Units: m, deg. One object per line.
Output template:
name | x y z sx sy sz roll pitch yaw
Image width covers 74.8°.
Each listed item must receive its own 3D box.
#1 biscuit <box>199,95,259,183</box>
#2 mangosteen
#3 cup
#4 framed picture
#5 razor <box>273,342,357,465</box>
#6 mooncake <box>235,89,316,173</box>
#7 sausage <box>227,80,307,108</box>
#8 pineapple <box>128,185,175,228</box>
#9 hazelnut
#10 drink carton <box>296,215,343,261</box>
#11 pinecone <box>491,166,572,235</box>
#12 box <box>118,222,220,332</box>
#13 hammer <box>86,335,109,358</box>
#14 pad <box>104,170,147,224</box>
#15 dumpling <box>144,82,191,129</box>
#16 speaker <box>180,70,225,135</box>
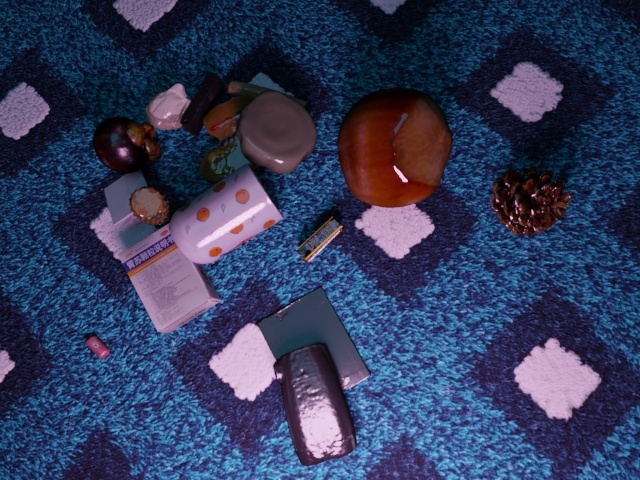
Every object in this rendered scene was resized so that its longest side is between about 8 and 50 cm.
biscuit | -0.323 -0.352 1.466 0.262 0.052 0.277 -21 85 -1
mangosteen | -0.666 -0.329 1.432 0.210 0.210 0.209 -1 78 4
cup | -0.309 -0.075 1.345 0.317 0.212 0.212 -32 78 -1
framed picture | -0.024 0.346 1.336 0.244 0.013 0.323 -30 78 -1
razor | -0.020 0.483 1.248 0.189 0.107 0.326 -19 77 0
mooncake | -0.149 -0.354 1.396 0.275 0.135 0.274 4 76 -17
sausage | -0.192 -0.513 1.501 0.301 0.066 0.065 19 81 6
pineapple | -0.536 -0.092 1.348 0.125 0.251 0.125 2 80 -9
hazelnut | 0.226 -0.281 1.292 0.366 0.366 0.365 -1 78 4
drink carton | 0.000 0.000 1.375 0.166 0.071 0.056 -43 76 -3
pinecone | 0.651 -0.124 1.281 0.222 0.221 0.221 -1 78 4
box | -0.493 0.124 1.372 0.200 0.106 0.299 -32 76 -3
hammer | -0.733 0.351 1.377 0.083 0.043 0.043 42 85 10
pad | -0.667 -0.159 1.441 0.156 0.004 0.232 -34 50 -3
dumpling | -0.540 -0.469 1.498 0.199 0.118 0.136 -35 92 25
speaker | -0.422 -0.491 1.503 0.044 0.082 0.218 24 81 9
